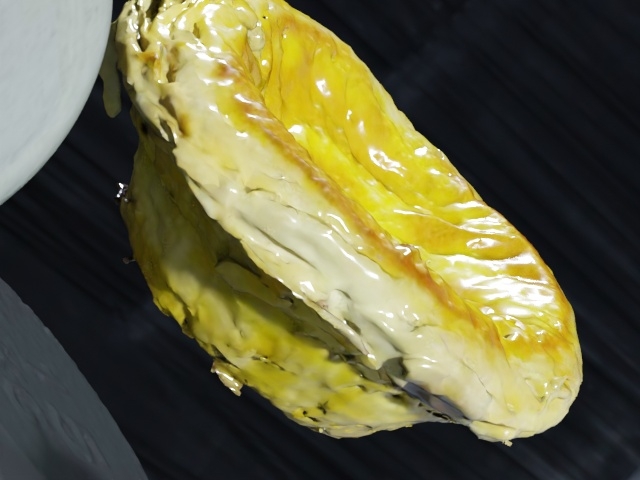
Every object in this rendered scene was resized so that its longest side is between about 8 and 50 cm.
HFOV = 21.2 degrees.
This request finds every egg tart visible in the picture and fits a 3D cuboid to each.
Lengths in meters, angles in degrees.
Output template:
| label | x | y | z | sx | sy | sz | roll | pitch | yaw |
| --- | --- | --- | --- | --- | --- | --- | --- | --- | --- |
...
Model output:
| label | x | y | z | sx | sy | sz | roll | pitch | yaw |
| --- | --- | --- | --- | --- | --- | --- | --- | --- | --- |
| egg tart | 0.000 | 0.000 | 0.799 | 0.116 | 0.295 | 0.295 | -46 | 30 | 15 |

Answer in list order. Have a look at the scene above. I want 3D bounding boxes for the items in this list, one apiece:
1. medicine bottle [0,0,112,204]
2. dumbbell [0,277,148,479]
| label | x | y | z | sx | sy | sz | roll | pitch | yaw |
| --- | --- | --- | --- | --- | --- | --- | --- | --- | --- |
| medicine bottle | -0.147 | -0.117 | 0.301 | 0.123 | 0.375 | 0.282 | 32 | 51 | 24 |
| dumbbell | -0.250 | 0.168 | 0.789 | 0.322 | 0.204 | 0.204 | -36 | 32 | 4 |
